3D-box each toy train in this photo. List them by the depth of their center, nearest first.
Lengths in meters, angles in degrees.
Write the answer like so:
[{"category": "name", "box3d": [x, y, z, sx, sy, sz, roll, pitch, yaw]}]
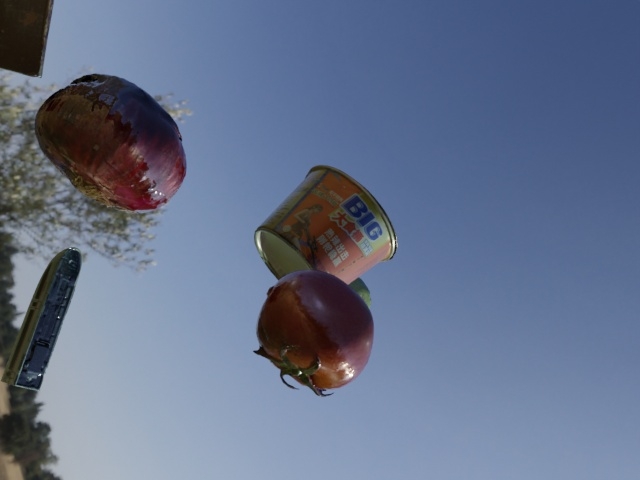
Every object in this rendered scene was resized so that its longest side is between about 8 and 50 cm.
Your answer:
[{"category": "toy train", "box3d": [-0.777, 0.209, 1.849, 0.088, 0.086, 0.407, 4, -109, 33]}]

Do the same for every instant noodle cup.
[{"category": "instant noodle cup", "box3d": [0.000, 0.000, 1.520, 0.296, 0.214, 0.296, 38, -26, 22]}]

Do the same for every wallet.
[{"category": "wallet", "box3d": [-0.609, -0.460, 1.344, 0.031, 0.122, 0.232, -62, 166, -76]}]

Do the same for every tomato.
[{"category": "tomato", "box3d": [-0.005, 0.117, 0.874, 0.167, 0.167, 0.167, 35, -48, 49]}]

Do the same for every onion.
[{"category": "onion", "box3d": [-0.328, -0.154, 1.051, 0.246, 0.190, 0.246, 26, -27, 15]}]

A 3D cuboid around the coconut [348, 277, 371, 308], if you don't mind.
[{"category": "coconut", "box3d": [0.030, 0.200, 1.945, 0.236, 0.204, 0.236, 24, -49, 30]}]
